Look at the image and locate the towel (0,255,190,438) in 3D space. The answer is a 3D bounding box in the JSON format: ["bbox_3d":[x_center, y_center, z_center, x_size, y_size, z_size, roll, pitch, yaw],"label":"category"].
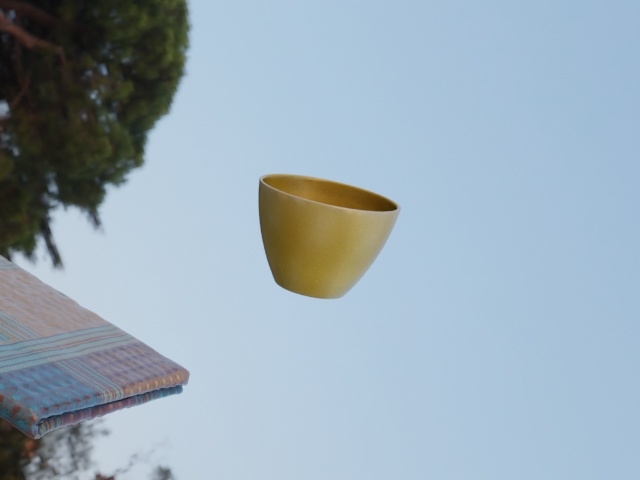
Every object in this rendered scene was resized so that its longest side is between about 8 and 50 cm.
[{"bbox_3d":[-0.321,0.054,0.979,0.370,0.271,0.040,29,-80,17],"label":"towel"}]

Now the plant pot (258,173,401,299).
[{"bbox_3d":[0.000,0.000,1.048,0.134,0.134,0.095,28,-70,51],"label":"plant pot"}]
